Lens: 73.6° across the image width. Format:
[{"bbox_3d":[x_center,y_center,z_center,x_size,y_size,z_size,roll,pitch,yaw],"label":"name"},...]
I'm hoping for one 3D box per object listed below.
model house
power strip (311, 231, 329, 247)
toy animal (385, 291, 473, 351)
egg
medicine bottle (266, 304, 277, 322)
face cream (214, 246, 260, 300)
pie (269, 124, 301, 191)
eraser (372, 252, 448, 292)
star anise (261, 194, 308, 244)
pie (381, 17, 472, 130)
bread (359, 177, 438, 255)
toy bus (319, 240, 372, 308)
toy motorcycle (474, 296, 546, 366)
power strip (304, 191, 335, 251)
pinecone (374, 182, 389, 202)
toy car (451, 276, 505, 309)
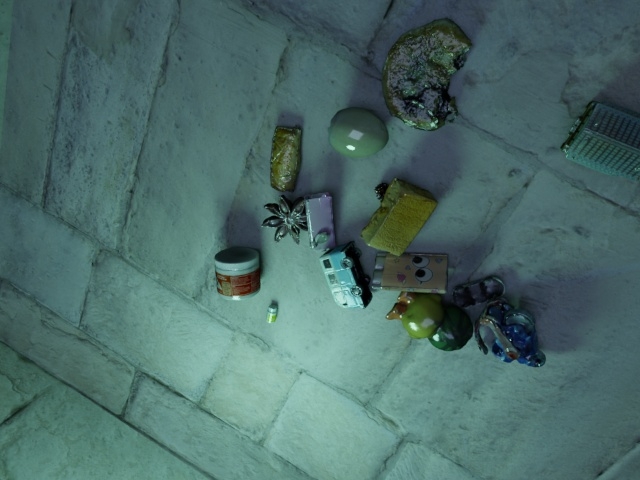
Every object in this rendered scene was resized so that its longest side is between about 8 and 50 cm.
[{"bbox_3d":[0.908,-0.314,1.340,0.224,0.215,0.198,27,117,8],"label":"model house"},{"bbox_3d":[0.000,0.000,1.785,0.083,0.035,0.055,-37,124,11],"label":"power strip"},{"bbox_3d":[0.453,0.327,1.743,0.338,0.191,0.215,28,101,11],"label":"toy animal"},{"bbox_3d":[0.146,-0.394,1.583,0.217,0.183,0.183,24,116,16],"label":"egg"},{"bbox_3d":[-0.236,0.356,2.070,0.047,0.047,0.083,17,115,12],"label":"medicine bottle"},{"bbox_3d":[-0.377,0.151,1.954,0.201,0.201,0.187,6,112,17],"label":"face cream"},{"bbox_3d":[-0.145,-0.339,1.768,0.129,0.068,0.282,13,109,13],"label":"pie"},{"bbox_3d":[0.364,0.136,1.731,0.291,0.171,0.087,1,142,18],"label":"eraser"},{"bbox_3d":[-0.129,-0.103,1.822,0.223,0.109,0.236,-29,120,17],"label":"star anise"},{"bbox_3d":[0.363,-0.579,1.501,0.297,0.078,0.370,15,115,14],"label":"pie"},{"bbox_3d":[0.299,-0.085,1.655,0.185,0.114,0.274,17,116,-26],"label":"bread"},{"bbox_3d":[0.108,0.158,1.835,0.165,0.133,0.271,-15,102,28],"label":"toy bus"},{"bbox_3d":[0.746,0.370,1.700,0.241,0.182,0.319,24,145,58],"label":"toy motorcycle"},{"bbox_3d":[-0.001,-0.074,1.779,0.109,0.037,0.278,-9,125,-4],"label":"power strip"},{"bbox_3d":[0.251,-0.187,1.689,0.083,0.077,0.077,39,118,21],"label":"pinecone"},{"bbox_3d":[0.633,0.207,1.716,0.205,0.056,0.095,-23,101,21],"label":"toy car"}]
